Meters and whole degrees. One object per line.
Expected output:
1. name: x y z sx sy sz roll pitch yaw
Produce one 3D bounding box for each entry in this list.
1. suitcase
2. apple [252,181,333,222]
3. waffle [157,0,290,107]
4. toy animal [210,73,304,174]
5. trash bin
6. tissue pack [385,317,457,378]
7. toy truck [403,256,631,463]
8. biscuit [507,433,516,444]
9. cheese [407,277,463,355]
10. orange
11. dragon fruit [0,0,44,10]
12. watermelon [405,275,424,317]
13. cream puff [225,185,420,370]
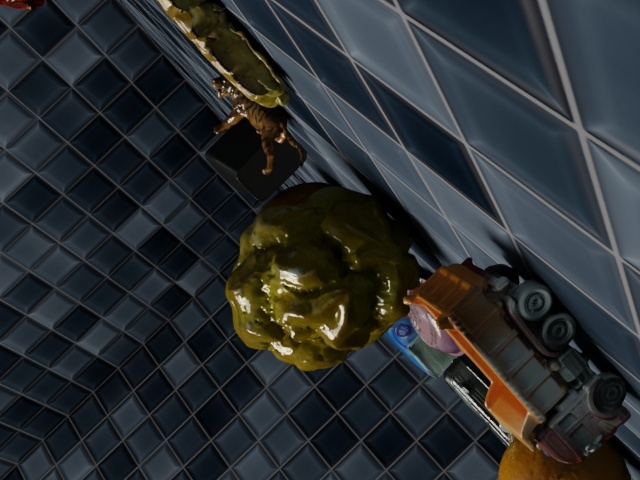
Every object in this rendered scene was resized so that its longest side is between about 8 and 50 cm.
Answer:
1. suitcase: 0.405 0.356 1.848 0.312 0.128 0.202 45 178 22
2. apple: 0.000 0.000 1.917 0.309 0.250 0.277 23 153 22
3. waffle: -0.167 -0.312 1.293 0.309 0.065 0.283 44 178 29
4. toy animal: -0.094 -0.214 1.622 0.255 0.114 0.116 40 132 33
5. trash bin: -0.142 -0.188 1.939 0.115 0.165 0.225 48 175 -25
6. tissue pack: 0.229 0.204 2.247 0.263 0.146 0.198 45 177 45
7. toy truck: 0.225 0.134 0.980 0.270 0.135 0.114 47 177 -21
8. biscuit: 0.407 0.351 1.588 0.250 0.133 0.032 47 -176 -27
9. cheese: 0.210 0.135 1.773 0.286 0.074 0.188 40 151 48
10. orange: 0.412 0.406 1.487 0.219 0.219 0.193 47 -153 -20
11. dragon fruit: -0.468 -0.484 1.275 0.342 0.277 0.277 40 176 24
12. watermelon: 0.198 0.115 1.966 0.145 0.137 0.193 8 -157 -37
13. cream puff: 0.015 0.079 1.431 0.257 0.325 0.291 -142 34 -69
